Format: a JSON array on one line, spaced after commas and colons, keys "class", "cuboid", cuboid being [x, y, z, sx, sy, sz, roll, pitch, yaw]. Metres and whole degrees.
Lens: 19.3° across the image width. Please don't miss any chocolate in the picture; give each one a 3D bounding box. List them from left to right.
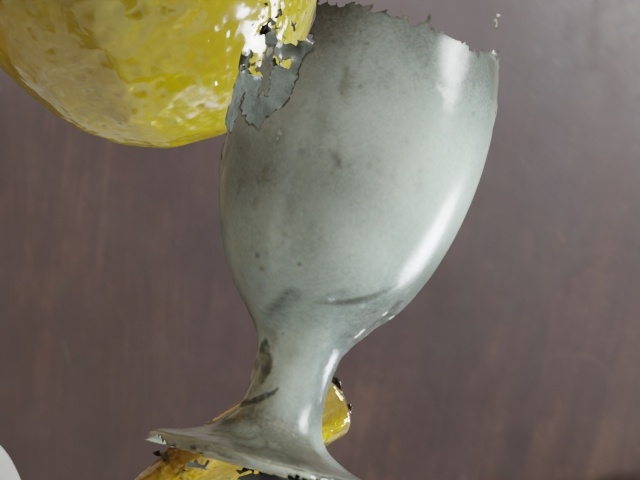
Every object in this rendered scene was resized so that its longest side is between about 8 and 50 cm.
[{"class": "chocolate", "cuboid": [-0.078, 0.189, 1.647, 0.219, 0.086, 0.085, -31, 121, -22]}]

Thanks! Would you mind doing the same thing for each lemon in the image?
[{"class": "lemon", "cuboid": [-0.159, -0.247, 1.734, 0.364, 0.364, 0.364, -5, 117, -10]}]

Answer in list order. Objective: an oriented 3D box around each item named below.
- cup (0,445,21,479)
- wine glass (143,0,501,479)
[{"class": "cup", "cuboid": [-0.174, 0.230, 0.774, 0.290, 0.257, 0.219, -2, 136, -16]}, {"class": "wine glass", "cuboid": [0.004, 0.004, 1.302, 0.190, 0.190, 0.357, 15, 85, -19]}]
